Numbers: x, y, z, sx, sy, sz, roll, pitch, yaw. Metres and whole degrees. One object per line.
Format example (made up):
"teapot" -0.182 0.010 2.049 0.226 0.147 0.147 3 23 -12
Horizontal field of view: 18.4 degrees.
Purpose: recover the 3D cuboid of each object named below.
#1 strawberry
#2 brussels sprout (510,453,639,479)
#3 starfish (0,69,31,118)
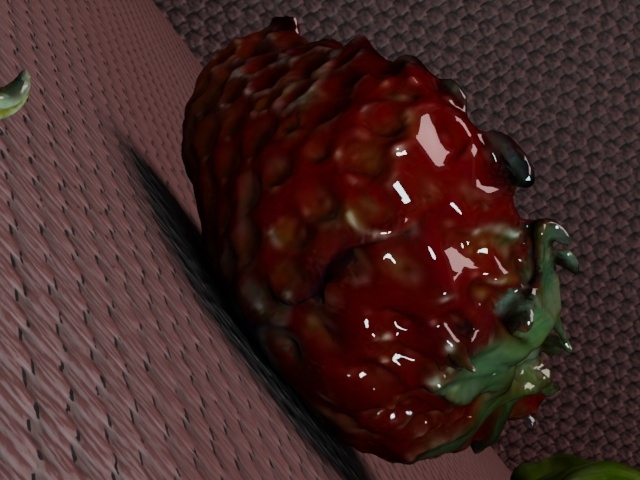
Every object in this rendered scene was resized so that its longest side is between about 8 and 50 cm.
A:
"strawberry" 0.006 -0.001 1.065 0.280 0.150 0.253 52 -18 12
"brussels sprout" 0.157 0.194 1.224 0.100 0.139 0.181 46 6 -2
"starfish" -0.115 -0.137 0.567 0.074 0.190 0.146 3 24 -26
